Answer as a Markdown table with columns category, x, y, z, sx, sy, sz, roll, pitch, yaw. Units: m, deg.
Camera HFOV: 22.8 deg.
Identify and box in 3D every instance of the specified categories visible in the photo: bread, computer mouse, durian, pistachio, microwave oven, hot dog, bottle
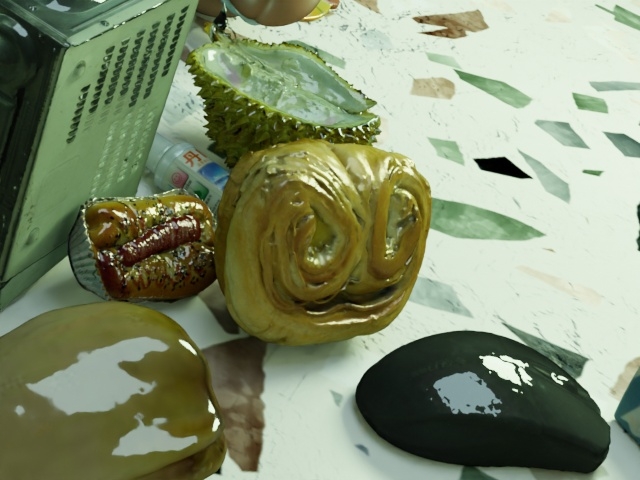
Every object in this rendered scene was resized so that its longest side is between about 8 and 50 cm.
| category | x | y | z | sx | sy | sz | roll | pitch | yaw |
| --- | --- | --- | --- | --- | --- | --- | --- | --- | --- |
| bread | 0.000 | 0.003 | 1.516 | 0.236 | 0.198 | 0.120 | -2 | 16 | -41 |
| computer mouse | 0.167 | 0.146 | 1.518 | 0.270 | 0.086 | 0.137 | 8 | 37 | -26 |
| durian | -0.060 | -0.137 | 1.729 | 0.193 | 0.137 | 0.237 | -16 | 53 | -41 |
| pistachio | -0.207 | 0.136 | 1.236 | 0.261 | 0.162 | 0.213 | -11 | 31 | -25 |
| microwave oven | -0.358 | -0.181 | 1.436 | 0.394 | 0.333 | 0.247 | 32 | 38 | 13 |
| hot dog | -0.159 | 0.007 | 1.490 | 0.191 | 0.059 | 0.108 | -8 | 87 | -54 |
| bottle | -0.134 | -0.063 | 1.650 | 0.217 | 0.060 | 0.060 | 35 | 34 | 17 |

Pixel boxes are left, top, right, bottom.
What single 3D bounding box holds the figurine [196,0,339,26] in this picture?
| category | x | y | z | sx | sy | sz | roll | pitch | yaw |
| --- | --- | --- | --- | --- | --- | --- | --- | --- | --- |
| figurine | -0.077 | -0.404 | 2.027 | 0.276 | 0.248 | 0.388 | 51 | 38 | -2 |

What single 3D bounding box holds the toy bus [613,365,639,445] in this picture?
| category | x | y | z | sx | sy | sz | roll | pitch | yaw |
| --- | --- | --- | --- | --- | --- | --- | --- | --- | --- |
| toy bus | 0.432 | 0.227 | 1.556 | 0.131 | 0.106 | 0.297 | -7 | 42 | -36 |
